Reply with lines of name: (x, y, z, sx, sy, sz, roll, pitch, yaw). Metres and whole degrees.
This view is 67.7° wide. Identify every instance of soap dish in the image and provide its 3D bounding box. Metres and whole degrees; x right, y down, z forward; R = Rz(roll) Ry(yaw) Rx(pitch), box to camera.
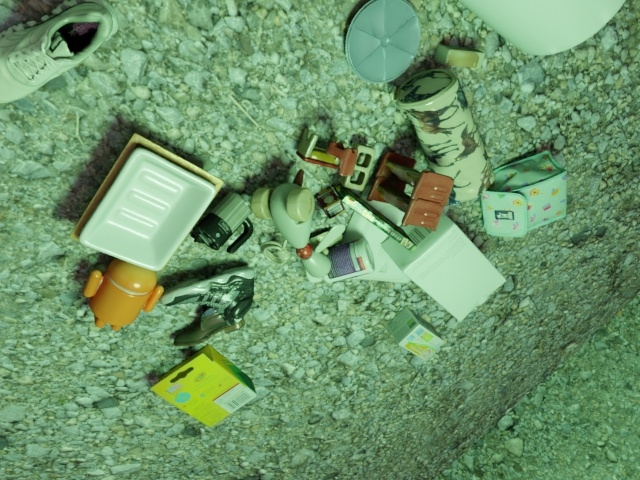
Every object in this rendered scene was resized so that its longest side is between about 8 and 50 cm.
soap dish: (-0.402, -0.086, 1.112, 0.229, 0.118, 0.290, 28, 108, -36)

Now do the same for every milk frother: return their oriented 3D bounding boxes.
milk frother: (-0.262, -0.044, 1.238, 0.134, 0.143, 0.129, -50, 140, -24)

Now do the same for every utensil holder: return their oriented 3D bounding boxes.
utensil holder: (0.429, -0.616, 1.002, 0.386, 0.327, 0.327, 17, 114, -37)

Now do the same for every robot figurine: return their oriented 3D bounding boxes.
robot figurine: (-0.500, 0.128, 1.219, 0.158, 0.128, 0.219, 35, 108, -2)

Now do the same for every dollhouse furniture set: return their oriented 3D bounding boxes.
dollhouse furniture set: (0.131, -0.155, 1.244, 0.374, 0.201, 0.152, 9, 110, -27)

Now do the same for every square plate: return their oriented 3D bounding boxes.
square plate: (0.229, 0.005, 1.537, 0.348, 0.049, 0.343, 7, 120, -29)

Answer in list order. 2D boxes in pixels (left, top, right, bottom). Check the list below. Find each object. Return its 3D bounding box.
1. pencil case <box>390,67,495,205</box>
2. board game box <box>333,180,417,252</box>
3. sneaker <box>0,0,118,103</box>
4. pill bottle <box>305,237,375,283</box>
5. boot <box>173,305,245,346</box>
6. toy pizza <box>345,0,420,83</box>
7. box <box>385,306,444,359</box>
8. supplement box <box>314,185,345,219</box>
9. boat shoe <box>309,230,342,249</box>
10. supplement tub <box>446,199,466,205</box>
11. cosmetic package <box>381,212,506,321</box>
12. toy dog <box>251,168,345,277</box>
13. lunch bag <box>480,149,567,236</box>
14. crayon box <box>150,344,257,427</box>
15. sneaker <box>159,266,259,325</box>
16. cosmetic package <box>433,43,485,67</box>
pencil case: (0.340, -0.278, 1.309, 0.184, 0.159, 0.410, -19, 135, 22)
board game box: (0.151, -0.068, 1.340, 0.260, 0.136, 0.030, 34, 101, -21)
sneaker: (-0.507, -0.347, 0.875, 0.292, 0.118, 0.110, -34, 133, 2)
pill bottle: (0.057, 0.068, 1.432, 0.194, 0.108, 0.108, -16, 133, 15)
boot: (-0.345, 0.238, 1.427, 0.219, 0.082, 0.106, -19, 108, -8)
toy pizza: (0.149, -0.482, 1.152, 0.202, 0.032, 0.201, -13, 127, -18)
box: (0.364, 0.359, 1.825, 0.114, 0.103, 0.203, -46, 130, 11)
supplement box: (0.026, -0.106, 1.332, 0.055, 0.083, 0.043, -31, 131, -3)
boat shoe: (0.000, -0.002, 1.426, 0.133, 0.042, 0.048, -16, 109, -15)
supplement tub: (0.440, -0.153, 1.509, 0.107, 0.071, 0.071, -15, 129, -17)
cosmetic package: (0.403, 0.076, 1.532, 0.217, 0.156, 0.385, -43, 130, 9)
toy dog: (-0.048, -0.055, 1.278, 0.333, 0.220, 0.160, 87, 28, -57)
lunch bag: (0.658, -0.138, 1.574, 0.263, 0.160, 0.223, -22, 135, 5)
crayon box: (-0.376, 0.469, 1.558, 0.202, 0.081, 0.318, -34, 132, 0)
sneaker: (-0.300, 0.174, 1.332, 0.269, 0.101, 0.153, -15, 99, -20)
cosmetic package: (0.361, -0.479, 1.240, 0.115, 0.060, 0.041, -4, 125, -22)
